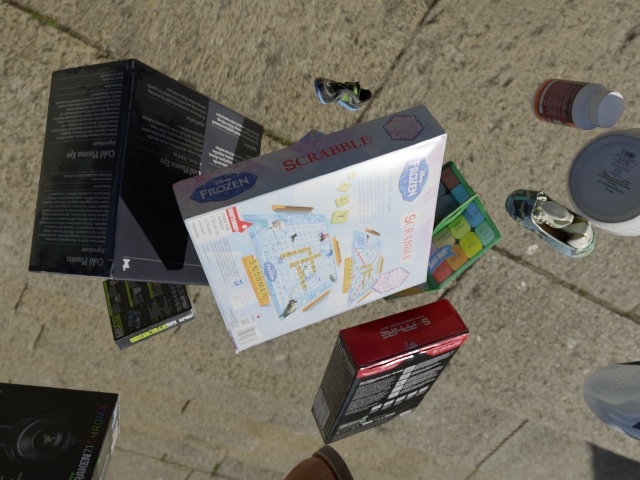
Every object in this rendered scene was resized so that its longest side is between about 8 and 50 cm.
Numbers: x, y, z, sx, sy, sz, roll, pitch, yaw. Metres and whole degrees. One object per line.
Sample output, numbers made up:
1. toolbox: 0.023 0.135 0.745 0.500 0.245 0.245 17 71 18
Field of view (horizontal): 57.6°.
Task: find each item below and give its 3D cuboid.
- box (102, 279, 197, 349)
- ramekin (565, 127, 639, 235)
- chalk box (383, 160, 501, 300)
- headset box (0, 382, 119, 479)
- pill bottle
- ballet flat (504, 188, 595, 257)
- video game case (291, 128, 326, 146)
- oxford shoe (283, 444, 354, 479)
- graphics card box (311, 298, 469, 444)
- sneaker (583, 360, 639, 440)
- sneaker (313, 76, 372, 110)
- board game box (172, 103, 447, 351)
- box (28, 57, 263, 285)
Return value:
1. box: -0.398 0.136 1.350 0.184 0.191 0.045 -25 139 -7
2. ramekin: 0.565 -0.112 1.092 0.109 0.207 0.207 0 128 -45
3. chalk box: 0.196 -0.016 1.095 0.180 0.289 0.179 -35 93 -21
4. headset box: -0.533 0.393 1.044 0.283 0.246 0.131 8 124 -7
5. pill bottle: 0.478 -0.253 1.086 0.086 0.152 0.086 -9 112 -23
6. ballet flat: 0.361 -0.022 0.871 0.188 0.070 0.070 21 117 -23
7. video game case: -0.059 -0.220 1.791 0.269 0.244 0.061 -41 124 -6
8. oxford shoe: 0.029 0.334 0.620 0.076 0.212 0.076 -20 155 -33
9. graphics card box: 0.124 0.272 1.167 0.232 0.094 0.371 -14 145 -20
10. sneaker: 0.326 0.107 0.503 0.094 0.235 0.153 -48 115 -25
11. sneaker: 0.054 -0.364 1.408 0.078 0.067 0.188 -21 165 41
12. board game box: 0.000 0.000 0.786 0.318 0.066 0.319 -19 144 -10
13. box: -0.270 -0.084 0.977 0.179 0.343 0.313 1 83 27
